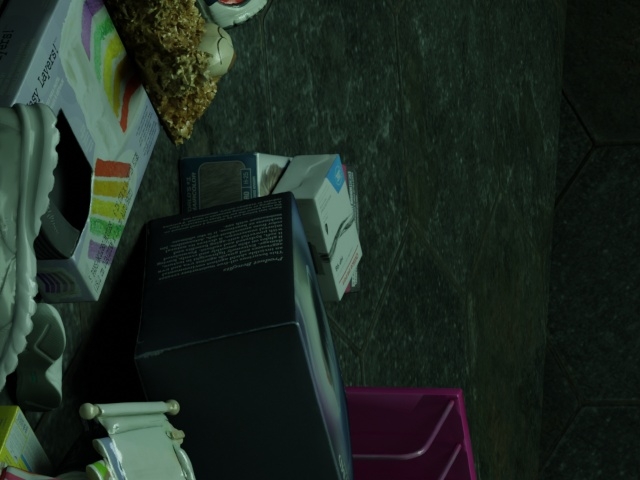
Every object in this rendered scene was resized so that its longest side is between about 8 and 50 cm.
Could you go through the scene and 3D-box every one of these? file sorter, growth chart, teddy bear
[{"bbox_3d":[0.091,0.367,2.598,0.182,0.202,0.290,-49,133,-58],"label":"file sorter"},{"bbox_3d":[-0.156,0.252,1.796,0.172,0.021,0.237,13,54,-55],"label":"growth chart"},{"bbox_3d":[-0.174,-0.255,1.989,0.338,0.113,0.245,64,-7,-31],"label":"teddy bear"}]

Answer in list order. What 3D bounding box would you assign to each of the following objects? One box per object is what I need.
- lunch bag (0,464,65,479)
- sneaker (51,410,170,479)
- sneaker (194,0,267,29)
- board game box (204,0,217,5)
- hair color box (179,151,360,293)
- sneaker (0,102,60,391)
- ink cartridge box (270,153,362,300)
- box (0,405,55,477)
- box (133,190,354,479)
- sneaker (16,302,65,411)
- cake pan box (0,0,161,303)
[{"bbox_3d":[-0.259,0.341,1.594,0.258,0.120,0.293,-98,-156,-60],"label":"lunch bag"},{"bbox_3d":[-0.164,0.278,1.885,0.268,0.101,0.153,52,28,-30],"label":"sneaker"},{"bbox_3d":[-0.094,-0.353,2.311,0.279,0.107,0.118,-66,139,-55],"label":"sneaker"},{"bbox_3d":[-0.176,-0.369,1.942,0.243,0.042,0.165,59,4,27],"label":"board game box"},{"bbox_3d":[-0.055,-0.014,2.371,0.347,0.105,0.174,-1,88,-69],"label":"hair color box"},{"bbox_3d":[-0.311,0.010,1.709,0.105,0.115,0.281,-154,-108,-70],"label":"sneaker"},{"bbox_3d":[0.000,0.000,2.276,0.104,0.060,0.180,-63,145,-52],"label":"ink cartridge box"},{"bbox_3d":[-0.302,0.252,1.757,0.179,0.043,0.105,-76,155,-43],"label":"box"},{"bbox_3d":[-0.074,0.154,2.073,0.294,0.183,0.296,-93,169,-61],"label":"box"},{"bbox_3d":[-0.269,0.100,1.822,0.152,0.054,0.061,103,-13,-52],"label":"sneaker"},{"bbox_3d":[-0.256,-0.106,1.886,0.267,0.070,0.245,-73,151,-41],"label":"cake pan box"}]
